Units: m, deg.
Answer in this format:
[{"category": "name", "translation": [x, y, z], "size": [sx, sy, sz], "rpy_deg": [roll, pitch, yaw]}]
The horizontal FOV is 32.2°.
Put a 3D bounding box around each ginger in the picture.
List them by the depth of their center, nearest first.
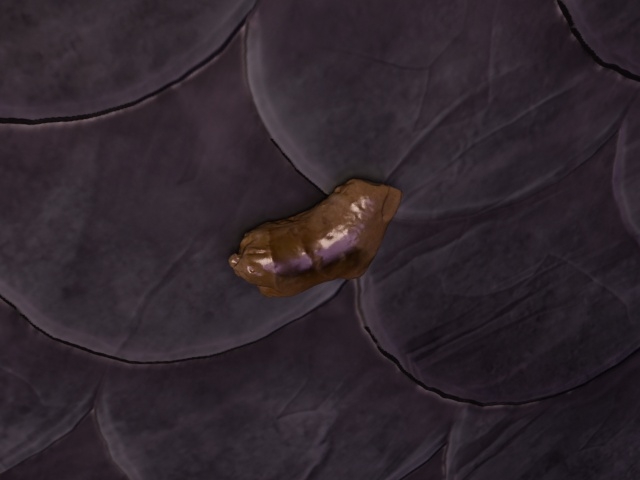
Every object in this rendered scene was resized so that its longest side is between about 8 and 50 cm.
[{"category": "ginger", "translation": [0.000, -0.001, 1.114], "size": [0.190, 0.069, 0.095], "rpy_deg": [-23, 131, -8]}]
